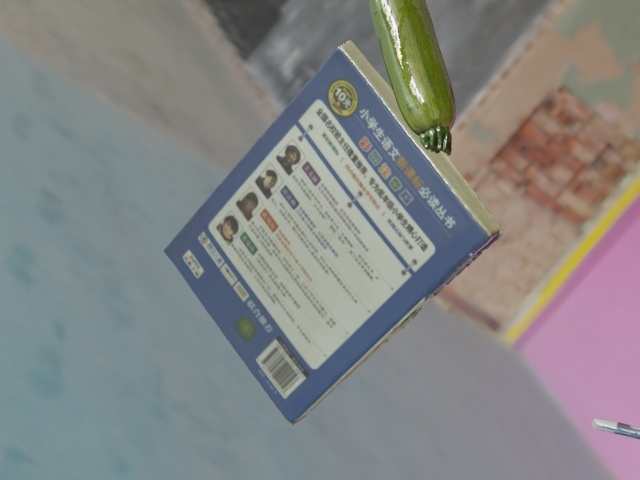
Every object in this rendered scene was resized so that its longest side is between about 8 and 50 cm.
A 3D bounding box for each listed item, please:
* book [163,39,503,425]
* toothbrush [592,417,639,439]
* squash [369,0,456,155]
[{"bbox_3d":[0.000,0.000,2.074,0.039,0.428,0.300,-22,71,-51],"label":"book"},{"bbox_3d":[0.475,0.260,2.063,0.288,0.026,0.024,14,4,19],"label":"toothbrush"},{"bbox_3d":[0.100,-0.210,1.854,0.069,0.069,0.258,24,44,-51],"label":"squash"}]
